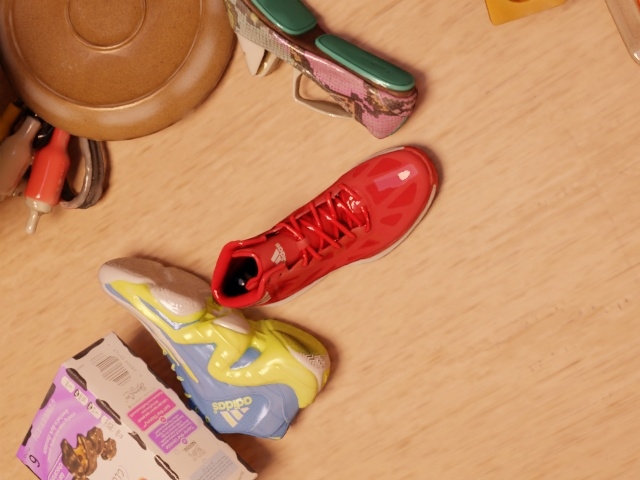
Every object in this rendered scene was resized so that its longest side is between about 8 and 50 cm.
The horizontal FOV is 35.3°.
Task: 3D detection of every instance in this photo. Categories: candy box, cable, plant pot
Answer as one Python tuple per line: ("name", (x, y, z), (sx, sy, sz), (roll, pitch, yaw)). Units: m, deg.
("candy box", (-0.179, 0.212, 0.954), (0.196, 0.070, 0.165), (42, 129, 9))
("cable", (-0.252, -0.143, 0.964), (0.139, 0.072, 0.287), (25, 103, 15))
("plant pot", (-0.195, -0.211, 0.930), (0.236, 0.032, 0.236), (0, 89, 5))

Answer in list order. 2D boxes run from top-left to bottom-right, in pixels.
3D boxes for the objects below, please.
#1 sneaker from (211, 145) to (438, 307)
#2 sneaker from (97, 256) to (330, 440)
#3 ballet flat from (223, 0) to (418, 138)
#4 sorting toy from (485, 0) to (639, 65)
("sneaker", (0.000, 0.000, 0.872), (0.221, 0.128, 0.087), (-39, 85, 19))
("sneaker", (-0.117, 0.111, 0.941), (0.240, 0.091, 0.126), (25, 104, 12))
("ballet flat", (-0.016, -0.164, 0.895), (0.221, 0.077, 0.079), (37, 125, 10))
("sorting toy", (0.288, -0.244, 0.754), (0.348, 0.047, 0.196), (-28, 117, 15))
